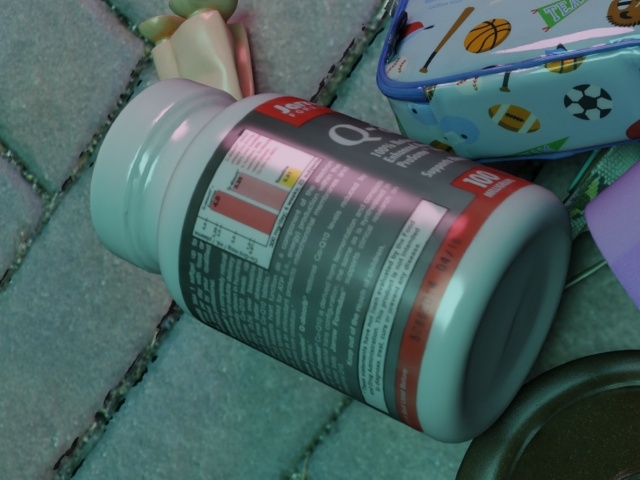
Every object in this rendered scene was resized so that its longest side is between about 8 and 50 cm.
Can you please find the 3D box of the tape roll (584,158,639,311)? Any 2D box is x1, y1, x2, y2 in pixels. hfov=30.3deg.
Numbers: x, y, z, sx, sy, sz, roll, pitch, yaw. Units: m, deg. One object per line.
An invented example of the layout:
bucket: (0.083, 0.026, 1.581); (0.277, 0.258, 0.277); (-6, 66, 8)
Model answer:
tape roll: (0.309, 0.051, 0.825); (0.090, 0.275, 0.275); (-42, 65, 20)

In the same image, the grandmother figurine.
grandmother figurine: (-0.091, -0.078, 1.187); (0.208, 0.104, 0.342); (-29, 71, 54)

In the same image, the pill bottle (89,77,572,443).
pill bottle: (0.000, 0.000, 0.967); (0.363, 0.210, 0.210); (23, 96, 27)

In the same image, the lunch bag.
lunch bag: (0.195, -0.185, 0.975); (0.303, 0.115, 0.243); (-3, 49, 29)

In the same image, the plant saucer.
plant saucer: (0.249, 0.220, 0.891); (0.311, 0.050, 0.310); (-4, 63, 9)

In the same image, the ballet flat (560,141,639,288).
ballet flat: (0.229, -0.022, 1.007); (0.079, 0.077, 0.221); (40, 110, 9)
